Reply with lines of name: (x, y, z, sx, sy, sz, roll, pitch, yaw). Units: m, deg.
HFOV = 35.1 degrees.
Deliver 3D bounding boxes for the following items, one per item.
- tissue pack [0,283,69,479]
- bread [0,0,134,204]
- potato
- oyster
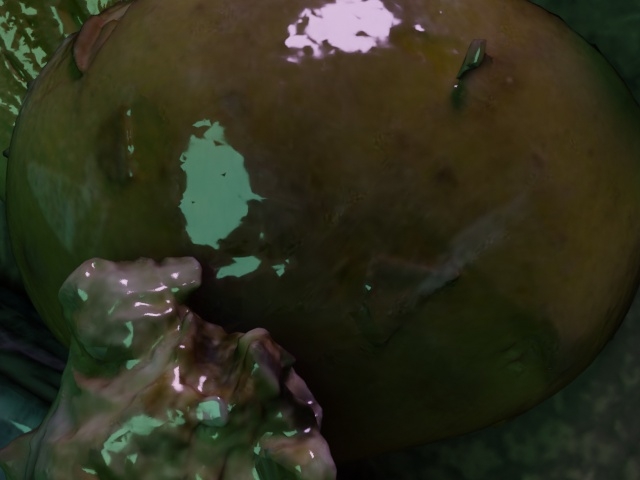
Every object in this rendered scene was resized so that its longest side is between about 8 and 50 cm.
tissue pack: (-0.160, 0.201, 0.540, 0.394, 0.124, 0.288, 28, 102, 16)
bread: (-0.105, -0.100, 0.498, 0.213, 0.104, 0.213, 1, 109, 3)
potato: (0.000, 0.000, 0.420, 0.299, 0.116, 0.239, 6, 111, 0)
oyster: (-0.071, 0.182, 0.365, 0.201, 0.107, 0.354, -5, 95, 32)
